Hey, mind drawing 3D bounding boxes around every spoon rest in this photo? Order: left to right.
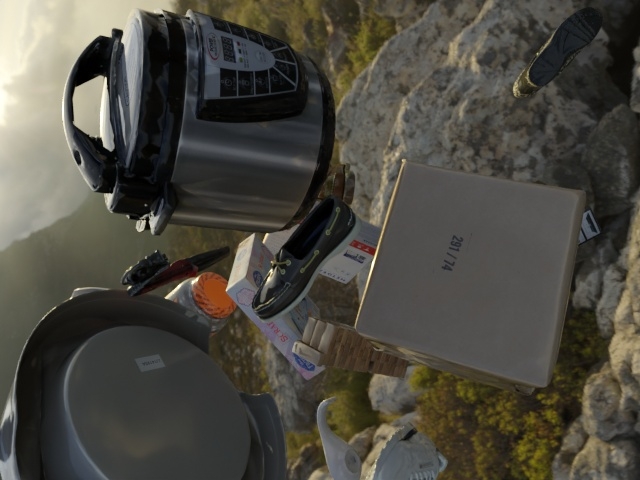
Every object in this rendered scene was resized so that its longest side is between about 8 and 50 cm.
[{"bbox_3d":[0.055,0.652,1.633,0.084,0.137,0.276,-32,68,37],"label":"spoon rest"}]

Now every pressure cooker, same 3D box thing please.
[{"bbox_3d":[-0.228,-0.198,0.910,0.370,0.420,0.375,28,109,58],"label":"pressure cooker"}]

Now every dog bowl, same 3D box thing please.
[{"bbox_3d":[-0.206,0.223,0.618,0.102,0.349,0.348,-47,46,19],"label":"dog bowl"}]

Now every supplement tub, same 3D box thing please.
[{"bbox_3d":[-0.425,0.247,1.623,0.316,0.193,0.193,-38,53,24],"label":"supplement tub"}]

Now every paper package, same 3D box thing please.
[{"bbox_3d":[0.249,0.058,0.860,0.310,0.168,0.324,13,73,20],"label":"paper package"}]

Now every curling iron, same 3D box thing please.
[{"bbox_3d":[-0.197,0.037,0.762,0.068,0.274,0.035,-40,83,15],"label":"curling iron"}]

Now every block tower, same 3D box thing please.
[{"bbox_3d":[0.093,0.259,1.214,0.091,0.335,0.097,15,86,47],"label":"block tower"}]

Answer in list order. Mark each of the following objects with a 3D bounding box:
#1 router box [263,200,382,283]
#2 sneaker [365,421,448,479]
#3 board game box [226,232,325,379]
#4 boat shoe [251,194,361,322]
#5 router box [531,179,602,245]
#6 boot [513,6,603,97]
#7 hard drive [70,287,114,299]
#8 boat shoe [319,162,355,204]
[{"bbox_3d":[0.000,0.000,1.669,0.301,0.335,0.082,126,164,-59],"label":"router box"},{"bbox_3d":[0.141,0.366,0.814,0.095,0.235,0.090,36,106,24],"label":"sneaker"},{"bbox_3d":[-0.111,0.164,1.360,0.066,0.318,0.318,-36,17,9],"label":"board game box"},{"bbox_3d":[-0.035,0.027,0.793,0.227,0.069,0.081,-49,38,-3],"label":"boat shoe"},{"bbox_3d":[0.523,-0.034,1.305,0.243,0.081,0.309,-30,15,9],"label":"router box"},{"bbox_3d":[0.609,-0.482,1.328,0.236,0.085,0.178,-49,-3,4],"label":"boot"},{"bbox_3d":[-0.626,0.209,1.404,0.255,0.054,0.172,0,64,35],"label":"hard drive"},{"bbox_3d":[0.025,-0.160,1.361,0.307,0.104,0.110,-115,31,-83],"label":"boat shoe"}]
